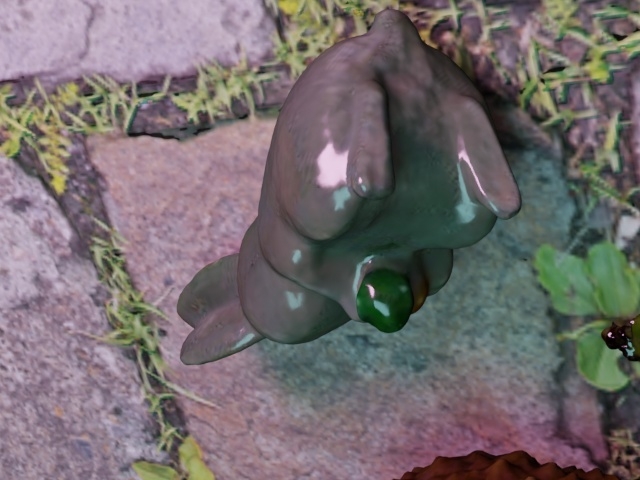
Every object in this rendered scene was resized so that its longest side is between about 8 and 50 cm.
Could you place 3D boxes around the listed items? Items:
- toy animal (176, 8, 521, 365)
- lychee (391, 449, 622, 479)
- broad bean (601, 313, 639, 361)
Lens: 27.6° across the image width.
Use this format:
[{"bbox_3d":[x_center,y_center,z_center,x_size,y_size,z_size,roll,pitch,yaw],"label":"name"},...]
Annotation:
[{"bbox_3d":[0.002,-0.002,0.706,0.125,0.127,0.251,33,142,-9],"label":"toy animal"},{"bbox_3d":[0.091,0.257,0.712,0.267,0.267,0.267,12,122,20],"label":"lychee"},{"bbox_3d":[0.235,0.100,0.675,0.195,0.046,0.061,43,139,4],"label":"broad bean"}]
